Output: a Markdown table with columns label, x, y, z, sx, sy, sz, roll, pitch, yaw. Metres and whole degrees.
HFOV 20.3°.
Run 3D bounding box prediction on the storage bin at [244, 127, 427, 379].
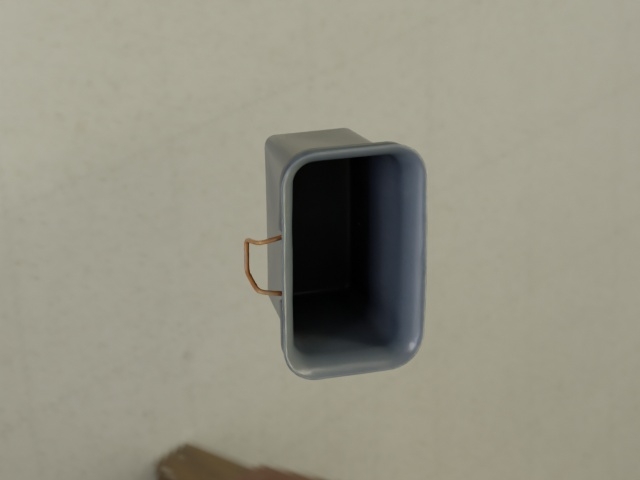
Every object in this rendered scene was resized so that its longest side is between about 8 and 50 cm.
| label | x | y | z | sx | sy | sz | roll | pitch | yaw |
| --- | --- | --- | --- | --- | --- | --- | --- | --- | --- |
| storage bin | 0.000 | 0.000 | 1.028 | 0.098 | 0.091 | 0.135 | -7 | 111 | -16 |
